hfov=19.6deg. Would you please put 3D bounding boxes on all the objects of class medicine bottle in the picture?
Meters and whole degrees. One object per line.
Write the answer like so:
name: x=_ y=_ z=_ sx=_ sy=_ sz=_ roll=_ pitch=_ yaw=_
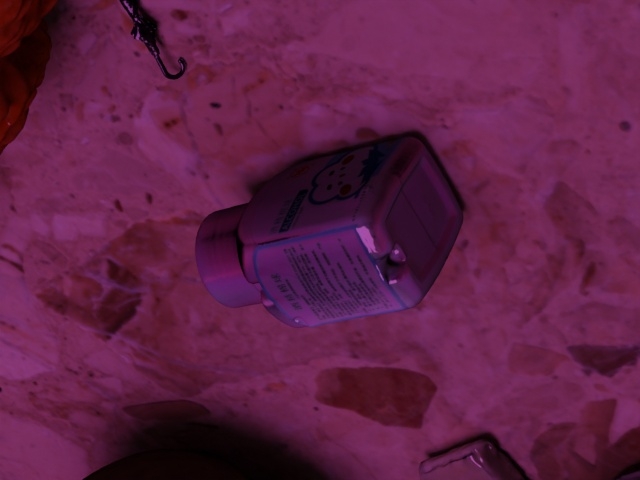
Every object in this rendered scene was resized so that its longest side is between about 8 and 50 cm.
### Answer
medicine bottle: x=0.000 y=0.000 z=1.407 sx=0.188 sy=0.119 sz=0.094 roll=-12 pitch=122 yaw=36

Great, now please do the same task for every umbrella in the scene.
umbrella: x=-0.147 y=-0.180 z=1.398 sx=0.022 sy=0.022 sz=0.149 roll=-35 pitch=114 yaw=0

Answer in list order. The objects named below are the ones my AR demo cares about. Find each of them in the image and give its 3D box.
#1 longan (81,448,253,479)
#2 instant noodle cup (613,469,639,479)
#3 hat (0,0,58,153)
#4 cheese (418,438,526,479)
longan: x=-0.120 y=0.341 z=1.679 sx=0.319 sy=0.319 sz=0.319 roll=15 pitch=135 yaw=16
instant noodle cup: x=0.247 y=0.326 z=1.467 sx=0.217 sy=0.207 sz=0.217 roll=35 pitch=146 yaw=28
hat: x=-0.285 y=-0.197 z=1.287 sx=0.285 sy=0.285 sz=0.400 roll=41 pitch=133 yaw=-10
cheese: x=0.237 y=0.323 z=1.636 sx=0.085 sy=0.034 sz=0.400 roll=-25 pitch=114 yaw=42
